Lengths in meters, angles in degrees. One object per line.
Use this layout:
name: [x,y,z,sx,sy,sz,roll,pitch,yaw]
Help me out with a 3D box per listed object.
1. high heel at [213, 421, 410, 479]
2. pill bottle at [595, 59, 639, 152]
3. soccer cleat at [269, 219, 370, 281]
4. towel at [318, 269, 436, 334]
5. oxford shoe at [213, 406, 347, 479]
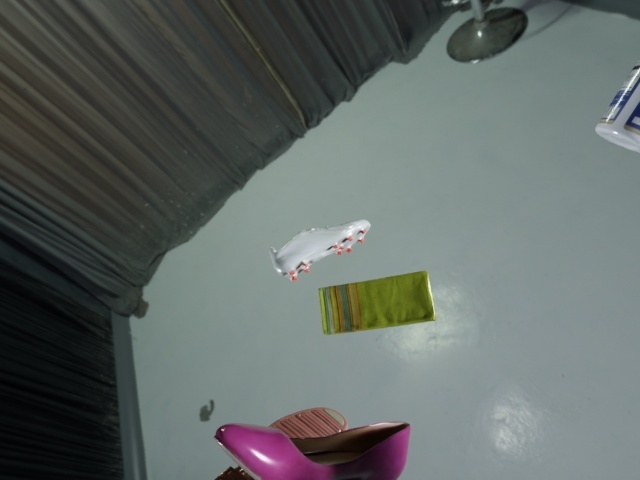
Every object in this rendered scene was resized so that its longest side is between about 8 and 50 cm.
high heel: [0.005,0.313,0.742,0.127,0.377,0.181,16,68,47]
pill bottle: [0.540,-0.238,0.758,0.094,0.094,0.169,44,113,47]
soccer cleat: [0.000,0.000,0.851,0.196,0.068,0.076,-27,65,-15]
towel: [0.108,0.129,0.946,0.237,0.021,0.102,-12,83,22]
oxford shoe: [-0.095,0.515,1.024,0.397,0.147,0.140,-23,37,-37]
